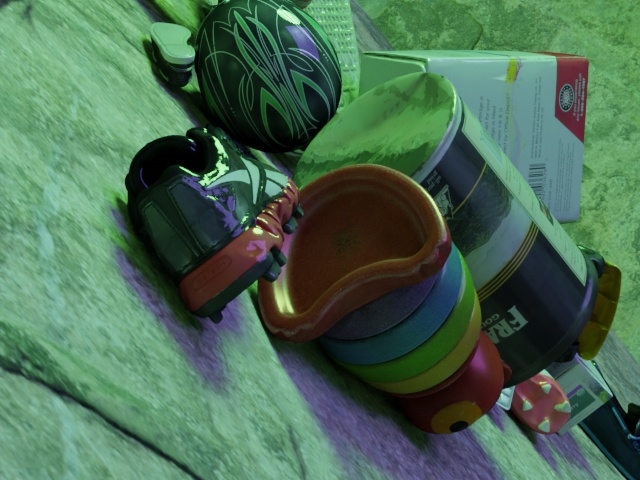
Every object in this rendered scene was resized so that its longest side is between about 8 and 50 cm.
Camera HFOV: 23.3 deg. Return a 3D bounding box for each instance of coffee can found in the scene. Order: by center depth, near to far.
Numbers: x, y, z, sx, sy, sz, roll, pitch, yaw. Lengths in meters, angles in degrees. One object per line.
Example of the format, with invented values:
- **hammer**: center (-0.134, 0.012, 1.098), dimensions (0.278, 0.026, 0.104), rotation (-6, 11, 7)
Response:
- **coffee can**: center (0.128, -0.006, 1.584), dimensions (0.275, 0.201, 0.201), rotation (48, 11, -29)

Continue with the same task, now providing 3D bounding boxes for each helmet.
- **helmet**: center (-0.057, -0.181, 1.684), dimensions (0.169, 0.169, 0.161), rotation (54, -5, 18)

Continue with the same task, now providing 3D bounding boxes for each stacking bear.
- **stacking bear**: center (0.080, 0.077, 1.425), dimensions (0.289, 0.175, 0.164), rotation (52, 14, -43)

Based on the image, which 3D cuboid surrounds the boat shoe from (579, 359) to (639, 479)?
- **boat shoe**: center (0.463, 0.288, 2.358), dimensions (0.258, 0.089, 0.109), rotation (45, 12, -25)

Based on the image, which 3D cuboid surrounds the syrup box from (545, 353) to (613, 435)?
- **syrup box**: center (0.312, 0.156, 2.189), dimensions (0.096, 0.093, 0.237), rotation (43, 13, -33)

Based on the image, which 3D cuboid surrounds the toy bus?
- **toy bus**: center (0.264, 0.050, 2.079), dimensions (0.220, 0.149, 0.211), rotation (11, 16, -13)

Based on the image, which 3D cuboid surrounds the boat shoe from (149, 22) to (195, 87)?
- **boat shoe**: center (-0.158, -0.201, 1.668), dimensions (0.046, 0.038, 0.125), rotation (-1, 27, -18)

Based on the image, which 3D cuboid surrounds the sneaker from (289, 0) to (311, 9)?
- **sneaker**: center (-0.131, -0.384, 1.885), dimensions (0.321, 0.125, 0.180), rotation (28, 36, 0)

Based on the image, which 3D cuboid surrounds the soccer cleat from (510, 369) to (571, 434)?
- **soccer cleat**: center (0.222, 0.143, 1.956), dimensions (0.248, 0.083, 0.095), rotation (50, -5, -3)

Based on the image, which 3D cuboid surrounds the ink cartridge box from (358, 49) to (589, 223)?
- **ink cartridge box**: center (0.195, -0.130, 1.987), dimensions (0.306, 0.226, 0.131), rotation (-4, 13, -39)

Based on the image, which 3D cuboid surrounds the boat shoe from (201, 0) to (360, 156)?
- **boat shoe**: center (-0.058, -0.269, 2.004), dimensions (0.187, 0.156, 0.500), rotation (45, 27, -34)

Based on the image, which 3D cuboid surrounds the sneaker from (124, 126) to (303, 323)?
- **sneaker**: center (-0.087, -0.036, 1.249), dimensions (0.135, 0.097, 0.276), rotation (51, 12, -9)

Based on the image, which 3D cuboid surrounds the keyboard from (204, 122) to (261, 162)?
- **keyboard**: center (0.000, 0.000, 1.651), dimensions (0.317, 0.033, 0.201), rotation (38, 17, -45)

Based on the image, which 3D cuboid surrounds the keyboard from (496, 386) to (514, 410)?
- **keyboard**: center (0.224, 0.083, 1.887), dimensions (0.072, 0.014, 0.256), rotation (27, 55, -13)
